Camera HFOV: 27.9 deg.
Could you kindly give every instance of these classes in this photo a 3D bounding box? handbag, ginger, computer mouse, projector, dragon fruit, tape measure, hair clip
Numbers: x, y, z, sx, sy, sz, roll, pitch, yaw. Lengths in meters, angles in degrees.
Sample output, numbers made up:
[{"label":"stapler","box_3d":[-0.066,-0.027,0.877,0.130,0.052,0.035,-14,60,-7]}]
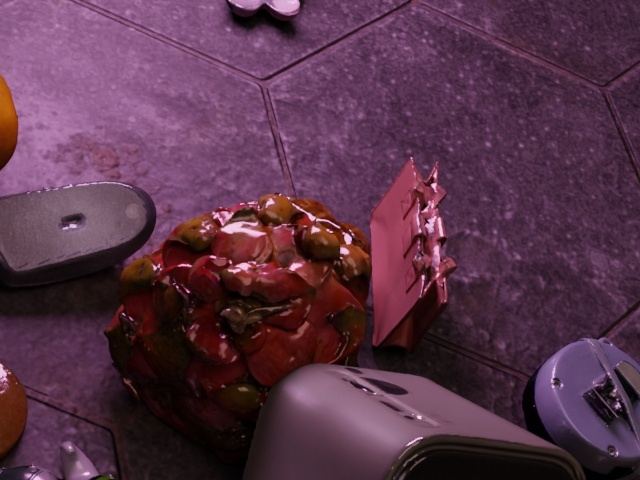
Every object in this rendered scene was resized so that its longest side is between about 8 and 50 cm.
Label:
[{"label":"handbag","box_3d":[0.113,0.020,1.614,0.059,0.157,0.212,11,54,-15]},{"label":"ginger","box_3d":[0.000,0.000,1.628,0.162,0.073,0.103,31,11,26]},{"label":"computer mouse","box_3d":[-0.307,-0.008,1.519,0.229,0.068,0.113,-12,76,-17]},{"label":"projector","box_3d":[0.082,0.279,1.294,0.248,0.249,0.248,12,95,-31]},{"label":"dragon fruit","box_3d":[-0.059,0.071,1.442,0.314,0.263,0.296,36,51,4]},{"label":"tape measure","box_3d":[0.349,0.214,1.617,0.182,0.107,0.181,46,46,8]},{"label":"hair clip","box_3d":[-0.098,-0.427,1.890,0.146,0.075,0.257,-3,66,-22]}]

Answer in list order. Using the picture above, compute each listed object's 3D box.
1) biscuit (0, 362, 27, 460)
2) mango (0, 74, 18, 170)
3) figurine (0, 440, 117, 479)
[{"label":"biscuit","box_3d":[-0.420,0.199,1.353,0.236,0.039,0.180,-27,70,-36]},{"label":"mango","box_3d":[-0.470,-0.163,1.510,0.254,0.139,0.175,30,45,7]},{"label":"figurine","box_3d":[-0.254,0.280,1.312,0.192,0.147,0.126,21,69,15]}]
